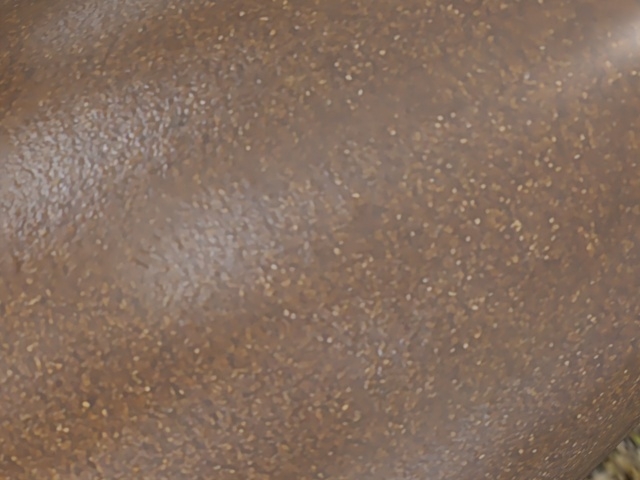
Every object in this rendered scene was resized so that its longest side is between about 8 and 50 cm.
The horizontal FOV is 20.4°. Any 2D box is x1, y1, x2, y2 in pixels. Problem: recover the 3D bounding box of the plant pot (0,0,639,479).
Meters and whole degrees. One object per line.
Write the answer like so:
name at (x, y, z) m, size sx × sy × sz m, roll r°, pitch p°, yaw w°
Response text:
plant pot at (0.000, 0.000, 0.435) m, size 0.230 × 0.215 × 0.215 m, roll -32°, pitch 112°, yaw 16°
